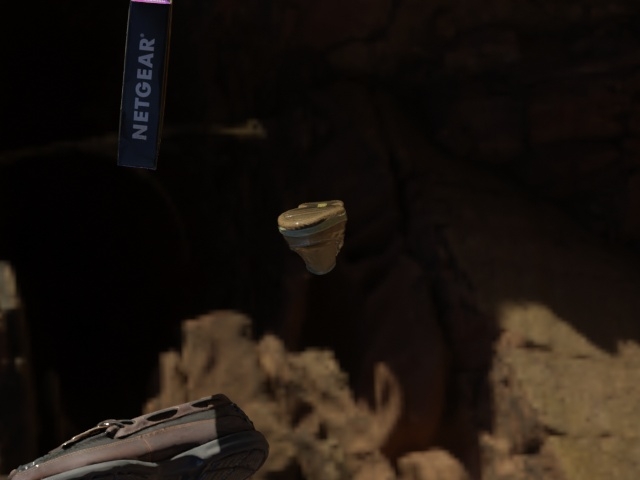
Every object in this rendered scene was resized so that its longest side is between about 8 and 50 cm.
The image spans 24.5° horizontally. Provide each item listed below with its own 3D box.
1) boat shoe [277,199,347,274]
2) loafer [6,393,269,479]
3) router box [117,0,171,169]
[{"bbox_3d":[0.000,0.000,1.539,0.190,0.068,0.072,-29,-66,-78],"label":"boat shoe"},{"bbox_3d":[-0.197,0.225,1.535,0.095,0.302,0.109,57,134,31],"label":"loafer"},{"bbox_3d":[-0.187,-0.180,1.578,0.133,0.046,0.179,-101,17,-70],"label":"router box"}]
